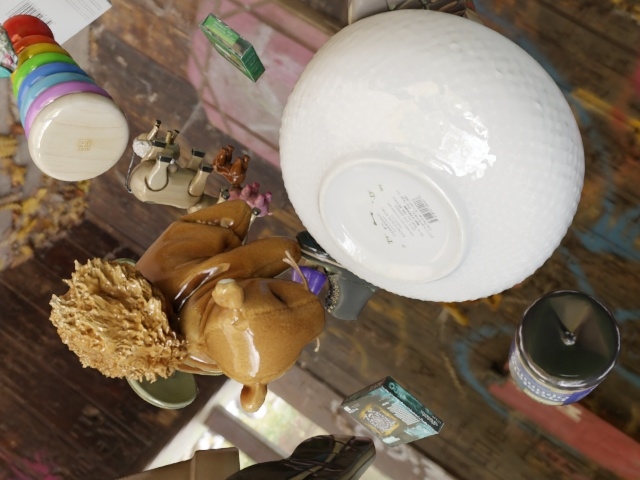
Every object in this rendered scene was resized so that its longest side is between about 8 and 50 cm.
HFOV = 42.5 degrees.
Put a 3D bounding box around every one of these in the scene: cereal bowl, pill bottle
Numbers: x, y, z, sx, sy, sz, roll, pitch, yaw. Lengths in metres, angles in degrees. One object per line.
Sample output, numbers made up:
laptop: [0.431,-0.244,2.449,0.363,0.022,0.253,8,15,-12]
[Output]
cereal bowl: [0.097,-0.059,0.875,0.141,0.339,0.339,-55,169,-41]
pill bottle: [0.309,0.148,1.069,0.123,0.123,0.219,-54,162,-11]

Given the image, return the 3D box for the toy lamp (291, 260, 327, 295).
toy lamp: [0.000,0.000,1.764,0.080,0.080,0.275,71,36,-74]

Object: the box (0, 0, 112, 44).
box: [-0.529,-0.480,1.561,0.182,0.119,0.181,-34,146,9]

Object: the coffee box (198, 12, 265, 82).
coffee box: [-0.176,-0.390,1.677,0.040,0.113,0.184,-51,173,0]

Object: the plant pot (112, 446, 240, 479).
plant pot: [-0.247,0.450,1.114,0.323,0.280,0.323,179,-90,-82]

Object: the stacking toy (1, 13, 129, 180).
stacking toy: [-0.404,-0.237,1.237,0.141,0.330,0.141,-21,140,-19]

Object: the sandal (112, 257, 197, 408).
sandal: [-0.319,0.175,1.525,0.120,0.303,0.086,-27,-176,-40]

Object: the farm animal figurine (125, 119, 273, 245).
farm animal figurine: [-0.280,-0.098,1.837,0.172,0.326,0.330,-62,-162,24]

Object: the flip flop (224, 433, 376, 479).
flip flop: [-0.022,0.283,0.906,0.277,0.112,0.080,-11,105,-62]

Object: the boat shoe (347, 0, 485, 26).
boat shoe: [0.102,-0.298,0.974,0.132,0.130,0.355,-19,176,17]

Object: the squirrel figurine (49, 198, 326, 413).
squirrel figurine: [-0.184,0.125,1.214,0.397,0.370,0.281,-11,106,-20]

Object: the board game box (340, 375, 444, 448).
board game box: [0.122,0.306,1.451,0.026,0.126,0.186,-52,-176,-30]

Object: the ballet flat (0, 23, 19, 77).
ballet flat: [-0.546,-0.261,1.160,0.091,0.241,0.077,112,-27,-82]

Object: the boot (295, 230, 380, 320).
boot: [0.020,0.069,1.373,0.137,0.198,0.077,-55,-149,25]
